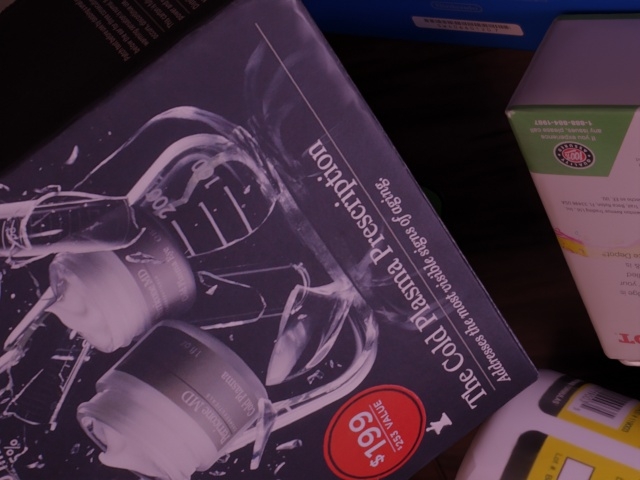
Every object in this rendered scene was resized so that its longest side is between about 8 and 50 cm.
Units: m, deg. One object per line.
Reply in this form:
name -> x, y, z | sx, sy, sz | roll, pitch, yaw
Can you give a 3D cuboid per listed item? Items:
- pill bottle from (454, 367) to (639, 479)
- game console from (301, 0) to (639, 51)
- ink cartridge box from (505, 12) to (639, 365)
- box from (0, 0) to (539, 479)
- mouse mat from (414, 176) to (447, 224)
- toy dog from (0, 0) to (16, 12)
pill bottle -> 0.253, 0.220, 1.192 | 0.334, 0.188, 0.188 | 20, 129, 21
game console -> 0.083, -0.247, 1.092 | 0.293, 0.173, 0.250 | 9, 156, 28
ink cartridge box -> 0.218, -0.024, 1.081 | 0.154, 0.093, 0.212 | 2, 136, 33
box -> -0.096, 0.030, 1.114 | 0.343, 0.312, 0.179 | 54, 177, -35
mouse mat -> 0.000, 0.000, 1.328 | 0.190, 0.007, 0.152 | 18, 128, 21
toy dog -> -0.415, -0.088, 1.245 | 0.395, 0.408, 0.284 | -19, 102, 41
